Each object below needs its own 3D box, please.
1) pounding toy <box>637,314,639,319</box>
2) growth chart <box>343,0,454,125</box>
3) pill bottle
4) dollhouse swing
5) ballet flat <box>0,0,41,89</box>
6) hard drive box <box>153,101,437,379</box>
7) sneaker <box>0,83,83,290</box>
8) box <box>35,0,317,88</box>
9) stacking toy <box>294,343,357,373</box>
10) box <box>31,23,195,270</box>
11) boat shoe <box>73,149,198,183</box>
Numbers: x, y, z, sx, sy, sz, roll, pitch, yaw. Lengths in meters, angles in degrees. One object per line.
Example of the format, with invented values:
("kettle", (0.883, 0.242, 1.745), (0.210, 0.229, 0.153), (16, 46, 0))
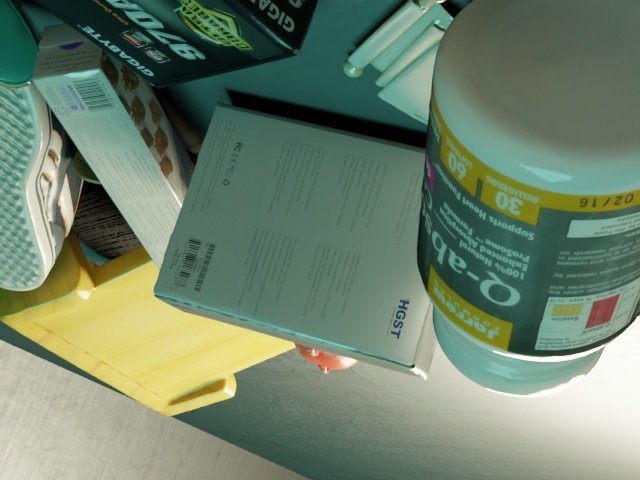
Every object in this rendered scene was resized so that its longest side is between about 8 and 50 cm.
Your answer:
("pounding toy", (0.265, -0.003, 0.822), (0.141, 0.100, 0.130), (37, 168, -34))
("growth chart", (0.133, -0.100, 0.771), (0.237, 0.021, 0.172), (28, 158, -23))
("pill bottle", (0.146, -0.019, 0.686), (0.162, 0.162, 0.278), (15, 146, 12))
("dollhouse swing", (-0.201, 0.022, 1.345), (0.347, 0.305, 0.315), (45, -169, -51))
("ballet flat", (-0.317, -0.208, 0.848), (0.221, 0.077, 0.079), (40, 174, -31))
("hard drive box", (0.000, 0.000, 0.907), (0.232, 0.181, 0.089), (15, 170, 15))
("sneaker", (-0.313, -0.101, 1.061), (0.126, 0.127, 0.321), (13, 135, 2))
("box", (-0.136, -0.194, 0.728), (0.175, 0.051, 0.220), (-3, 151, 46))
("stacking toy", (0.050, 0.048, 1.077), (0.279, 0.130, 0.309), (8, 158, 29))
("box", (-0.164, -0.069, 0.978), (0.067, 0.063, 0.324), (-6, 145, 13))
("boat shoe", (-0.177, -0.073, 1.095), (0.152, 0.056, 0.049), (14, -173, -10))
